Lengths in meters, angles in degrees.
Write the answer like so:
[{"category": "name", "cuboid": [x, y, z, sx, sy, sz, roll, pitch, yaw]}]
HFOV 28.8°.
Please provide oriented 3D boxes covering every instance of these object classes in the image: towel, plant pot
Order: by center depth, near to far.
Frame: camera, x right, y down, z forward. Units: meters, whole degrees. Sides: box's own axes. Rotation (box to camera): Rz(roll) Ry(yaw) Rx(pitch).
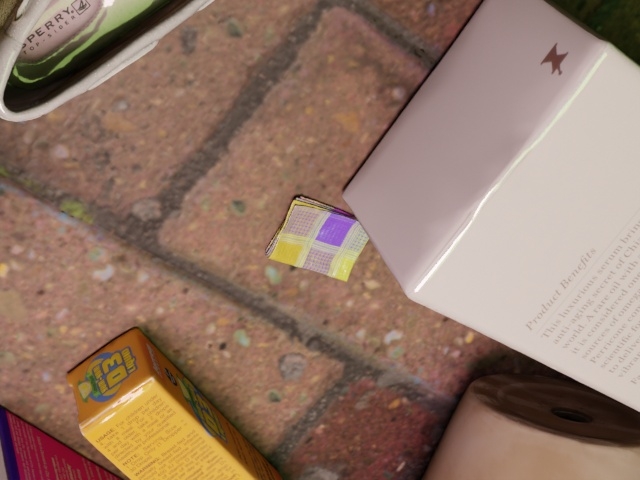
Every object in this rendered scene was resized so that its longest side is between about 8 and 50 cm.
[{"category": "towel", "cuboid": [0.000, 0.000, 1.021, 0.083, 0.009, 0.060, 19, 111, -30]}, {"category": "plant pot", "cuboid": [0.200, 0.282, 1.119, 0.323, 0.323, 0.280, 5, 103, -24]}]

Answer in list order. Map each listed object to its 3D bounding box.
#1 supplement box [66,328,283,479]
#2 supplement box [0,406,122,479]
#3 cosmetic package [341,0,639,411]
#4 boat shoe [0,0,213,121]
[{"category": "supplement box", "cuboid": [-0.111, 0.180, 1.049, 0.080, 0.078, 0.233, -38, 127, 4]}, {"category": "supplement box", "cuboid": [-0.217, 0.252, 1.030, 0.111, 0.114, 0.220, -43, 124, 7]}, {"category": "cosmetic package", "cuboid": [0.271, 0.002, 1.035, 0.453, 0.161, 0.230, 27, 108, -33]}, {"category": "boat shoe", "cuboid": [-0.094, -0.197, 0.803, 0.320, 0.103, 0.118, -37, 126, 4]}]
